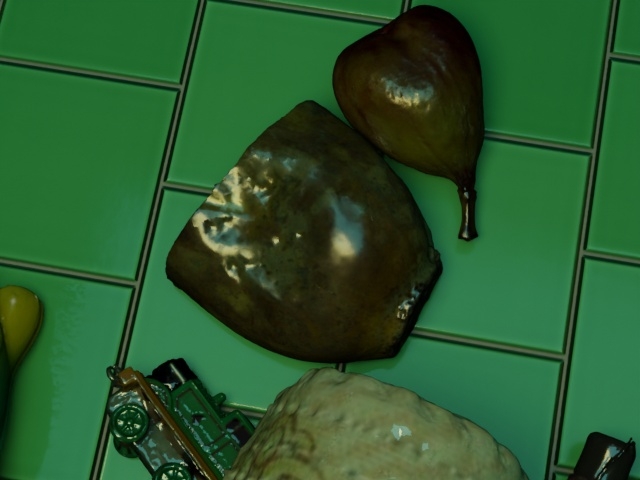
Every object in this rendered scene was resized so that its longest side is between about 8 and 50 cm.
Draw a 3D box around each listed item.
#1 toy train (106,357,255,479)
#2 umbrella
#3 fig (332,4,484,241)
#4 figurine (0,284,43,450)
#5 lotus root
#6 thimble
[{"bbox_3d":[-0.147,0.216,1.353,0.136,0.091,0.227,-33,74,-17],"label":"toy train"},{"bbox_3d":[0.248,0.350,1.285,0.090,0.094,0.326,19,82,30],"label":"umbrella"},{"bbox_3d":[0.125,-0.129,1.412,0.170,0.145,0.274,-24,86,-5],"label":"fig"},{"bbox_3d":[-0.445,0.161,1.323,0.324,0.231,0.340,-5,64,-24],"label":"figurine"},{"bbox_3d":[0.001,0.017,1.370,0.260,0.149,0.267,41,84,13],"label":"lotus root"},{"bbox_3d":[0.047,0.260,1.232,0.292,0.291,0.195,28,70,9],"label":"thimble"}]
